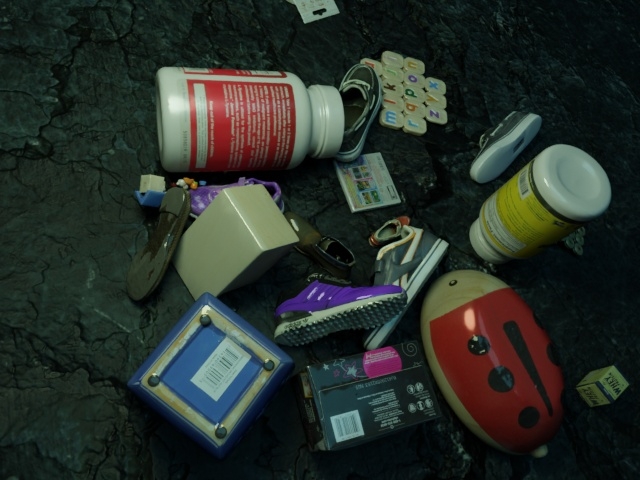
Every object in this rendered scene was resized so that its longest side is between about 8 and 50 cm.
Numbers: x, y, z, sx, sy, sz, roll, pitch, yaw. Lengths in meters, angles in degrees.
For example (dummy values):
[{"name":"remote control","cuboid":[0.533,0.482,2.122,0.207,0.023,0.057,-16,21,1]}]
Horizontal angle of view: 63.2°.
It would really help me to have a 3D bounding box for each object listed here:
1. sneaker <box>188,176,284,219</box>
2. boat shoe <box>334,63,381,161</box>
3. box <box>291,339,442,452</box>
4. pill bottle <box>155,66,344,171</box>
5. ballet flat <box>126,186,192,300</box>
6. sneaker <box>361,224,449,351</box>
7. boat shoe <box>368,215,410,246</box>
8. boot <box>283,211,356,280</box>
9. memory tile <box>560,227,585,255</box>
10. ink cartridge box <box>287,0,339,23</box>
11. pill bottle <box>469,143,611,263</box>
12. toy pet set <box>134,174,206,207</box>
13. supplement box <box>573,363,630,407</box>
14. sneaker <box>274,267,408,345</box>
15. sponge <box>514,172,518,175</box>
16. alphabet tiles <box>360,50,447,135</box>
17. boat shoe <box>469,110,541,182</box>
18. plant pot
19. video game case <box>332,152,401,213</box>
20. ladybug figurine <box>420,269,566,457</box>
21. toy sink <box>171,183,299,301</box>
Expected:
[{"name":"sneaker","cuboid":[-0.191,-0.100,1.186,0.236,0.104,0.095,-1,67,-17]},{"name":"boat shoe","cuboid":[0.098,-0.366,1.376,0.121,0.119,0.335,8,59,6]},{"name":"box","cuboid":[0.088,0.318,1.056,0.247,0.142,0.163,-9,70,-20]},{"name":"pill bottle","cuboid":[-0.164,-0.276,1.207,0.407,0.229,0.229,-4,67,-20]},{"name":"ballet flat","cuboid":[-0.327,0.009,1.080,0.084,0.058,0.250,19,85,22]},{"name":"sneaker","cuboid":[0.162,0.103,1.195,0.127,0.126,0.321,32,66,13]},{"name":"boat shoe","cuboid":[0.179,-0.028,1.308,0.137,0.043,0.049,-30,76,-29]},{"name":"boot","cuboid":[0.000,0.000,1.198,0.082,0.106,0.219,-38,82,-29]},{"name":"memory tile","cuboid":[0.718,-0.037,1.487,0.113,0.012,0.148,35,55,-16]},{"name":"ink cartridge box","cuboid":[-0.042,-0.754,1.595,0.145,0.045,0.179,-30,96,-28]},{"name":"pill bottle","cuboid":[0.512,-0.068,1.267,0.188,0.334,0.188,7,64,-14]},{"name":"toy pet set","cuboid":[-0.331,-0.102,1.130,0.114,0.122,0.065,7,86,-49]},{"name":"supplement box","cuboid":[0.685,0.354,1.266,0.083,0.083,0.056,-30,76,-26]},{"name":"sneaker","cuboid":[0.032,0.116,1.102,0.293,0.102,0.146,-16,53,11]},{"name":"sponge","cuboid":[0.612,-0.092,1.487,0.117,0.031,0.210,17,62,-10]},{"name":"alphabet tiles","cuboid":[0.244,-0.438,1.537,0.278,0.021,0.284,11,63,-13]},{"name":"boat shoe","cuboid":[0.514,-0.281,1.511,0.301,0.108,0.102,-43,51,-17]},{"name":"plant pot","cuboid":[-0.191,0.242,0.940,0.236,0.212,0.236,38,70,2]},{"name":"video game case","cuboid":[0.120,-0.153,1.362,0.143,0.019,0.157,-12,70,-22]},{"name":"ladybug figurine","cuboid":[0.405,0.261,1.174,0.305,0.162,0.449,-18,72,-25]},{"name":"toy sink","cuboid":[-0.184,0.013,1.103,0.153,0.234,0.131,55,33,12]}]
